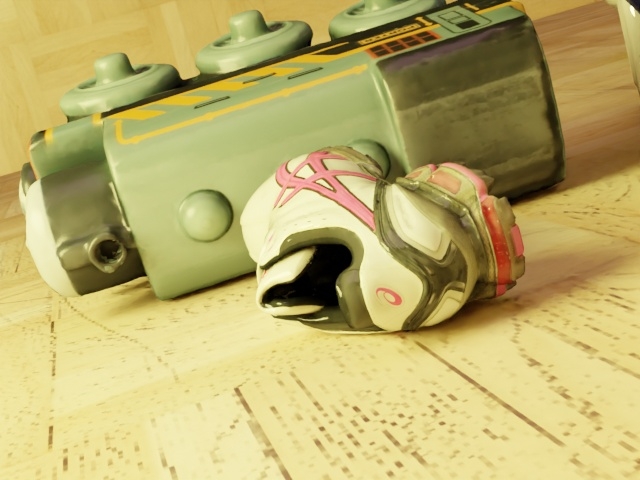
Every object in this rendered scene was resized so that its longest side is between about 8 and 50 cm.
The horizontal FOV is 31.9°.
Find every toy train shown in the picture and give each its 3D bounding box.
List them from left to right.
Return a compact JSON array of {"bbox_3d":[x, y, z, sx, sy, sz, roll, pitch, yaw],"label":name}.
[{"bbox_3d":[-0.018,-0.059,0.661,0.334,0.142,0.190,-17,20,-5],"label":"toy train"}]

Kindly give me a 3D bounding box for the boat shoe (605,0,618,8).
[{"bbox_3d":[0.357,-0.247,1.144,0.113,0.103,0.302,-27,9,13],"label":"boat shoe"}]

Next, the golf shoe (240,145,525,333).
[{"bbox_3d":[0.000,0.000,0.484,0.086,0.067,0.186,-22,13,-25],"label":"golf shoe"}]

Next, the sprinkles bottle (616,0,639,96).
[{"bbox_3d":[0.381,-0.187,0.745,0.355,0.121,0.121,-13,11,16],"label":"sprinkles bottle"}]

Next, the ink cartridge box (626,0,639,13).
[{"bbox_3d":[0.252,-0.243,0.564,0.395,0.151,0.270,-17,-7,26],"label":"ink cartridge box"}]
